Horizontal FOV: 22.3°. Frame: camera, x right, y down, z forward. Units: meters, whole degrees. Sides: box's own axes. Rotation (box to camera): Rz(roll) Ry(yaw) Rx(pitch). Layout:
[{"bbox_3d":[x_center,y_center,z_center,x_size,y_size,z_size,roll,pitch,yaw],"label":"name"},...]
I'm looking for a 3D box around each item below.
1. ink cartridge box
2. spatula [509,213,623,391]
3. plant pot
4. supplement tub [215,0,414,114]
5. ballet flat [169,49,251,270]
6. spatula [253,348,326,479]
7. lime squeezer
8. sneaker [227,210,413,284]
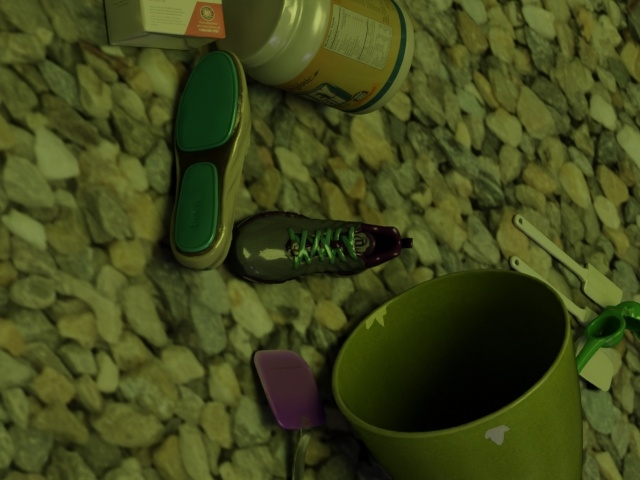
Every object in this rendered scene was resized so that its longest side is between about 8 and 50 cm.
[{"bbox_3d":[-0.175,-0.310,1.748,0.115,0.067,0.198,-1,83,-45],"label":"ink cartridge box"},{"bbox_3d":[0.325,0.082,2.175,0.242,0.019,0.168,36,58,-33],"label":"spatula"},{"bbox_3d":[0.189,0.231,1.867,0.275,0.275,0.293,-53,133,-38],"label":"plant pot"},{"bbox_3d":[-0.007,-0.234,1.839,0.199,0.144,0.144,15,70,-41],"label":"supplement tub"},{"bbox_3d":[-0.115,-0.082,1.756,0.086,0.086,0.248,24,66,-38],"label":"ballet flat"},{"bbox_3d":[-0.019,0.265,1.788,0.084,0.030,0.296,-1,80,-47],"label":"spatula"},{"bbox_3d":[0.395,0.139,2.193,0.310,0.059,0.110,-7,113,-51],"label":"lime squeezer"},{"bbox_3d":[0.000,0.000,1.822,0.223,0.098,0.083,-3,83,-45],"label":"sneaker"}]
